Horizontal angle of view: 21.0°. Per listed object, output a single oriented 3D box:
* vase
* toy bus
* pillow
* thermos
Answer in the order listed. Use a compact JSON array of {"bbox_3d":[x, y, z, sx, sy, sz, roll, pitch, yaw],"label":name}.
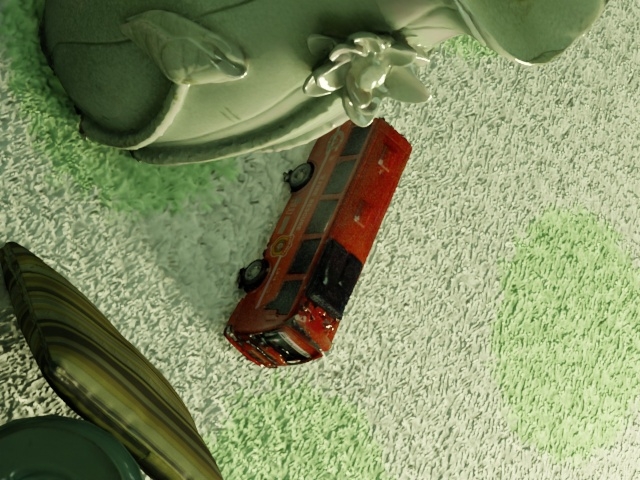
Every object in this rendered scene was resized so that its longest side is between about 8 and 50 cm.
[{"bbox_3d":[-0.006,-0.191,1.274,0.250,0.445,0.250,6,81,-43],"label":"vase"},{"bbox_3d":[0.000,0.000,1.503,0.073,0.096,0.235,39,60,-31],"label":"toy bus"},{"bbox_3d":[-0.154,0.109,1.294,0.052,0.212,0.208,-41,120,1],"label":"pillow"},{"bbox_3d":[-0.179,0.228,1.229,0.286,0.145,0.182,88,3,-62],"label":"thermos"}]
